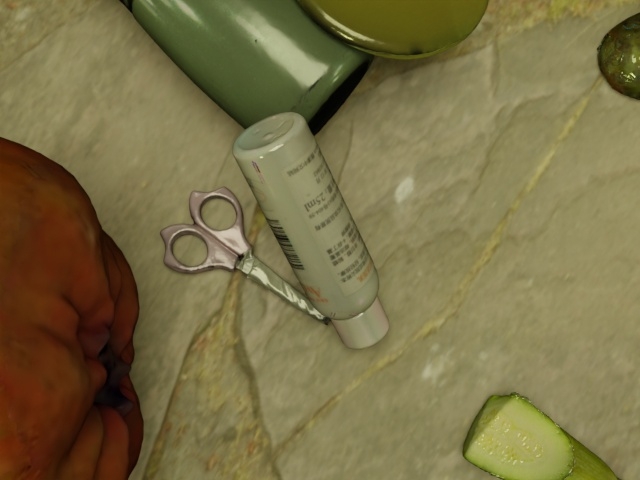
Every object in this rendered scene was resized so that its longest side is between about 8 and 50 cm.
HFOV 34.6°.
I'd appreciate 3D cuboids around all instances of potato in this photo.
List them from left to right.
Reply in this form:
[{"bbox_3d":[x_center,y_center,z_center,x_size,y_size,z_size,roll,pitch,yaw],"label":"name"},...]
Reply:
[{"bbox_3d":[0.418,-0.217,1.162,0.197,0.054,0.119,5,79,0],"label":"potato"}]

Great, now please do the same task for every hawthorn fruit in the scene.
[{"bbox_3d":[-0.383,0.118,0.923,0.471,0.472,0.472,0,82,-1],"label":"hawthorn fruit"}]

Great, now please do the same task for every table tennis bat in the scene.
[{"bbox_3d":[0.117,-0.313,1.104,0.368,0.054,0.224,-31,75,-30],"label":"table tennis bat"}]

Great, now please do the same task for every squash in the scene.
[{"bbox_3d":[0.256,0.239,1.083,0.200,0.075,0.090,27,57,2],"label":"squash"}]

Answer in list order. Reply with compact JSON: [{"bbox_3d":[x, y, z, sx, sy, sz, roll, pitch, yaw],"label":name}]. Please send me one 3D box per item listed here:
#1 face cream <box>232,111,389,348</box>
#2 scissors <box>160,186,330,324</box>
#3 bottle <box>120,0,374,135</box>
[{"bbox_3d":[0.000,0.000,1.054,0.082,0.082,0.269,-28,118,-4],"label":"face cream"},{"bbox_3d":[-0.076,0.029,1.137,0.212,0.021,0.110,36,80,4],"label":"scissors"},{"bbox_3d":[-0.114,-0.257,1.102,0.347,0.168,0.168,41,84,5],"label":"bottle"}]
